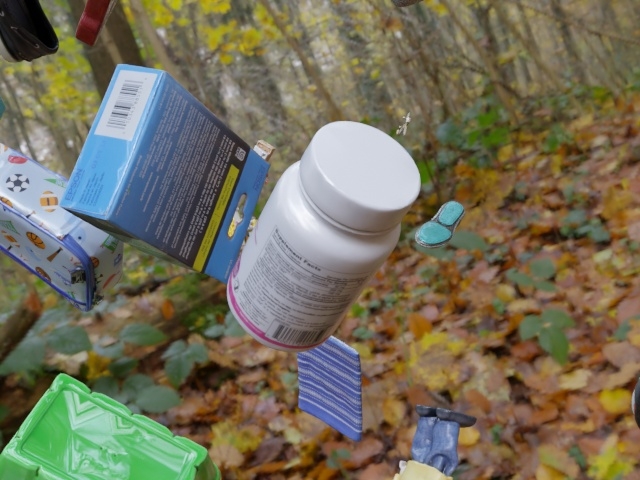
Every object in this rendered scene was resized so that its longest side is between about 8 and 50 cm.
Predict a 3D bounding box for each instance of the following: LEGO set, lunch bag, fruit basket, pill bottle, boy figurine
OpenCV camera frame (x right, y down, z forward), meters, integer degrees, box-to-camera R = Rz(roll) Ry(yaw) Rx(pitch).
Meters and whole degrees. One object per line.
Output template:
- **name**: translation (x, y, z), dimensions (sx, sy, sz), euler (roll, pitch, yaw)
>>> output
- **LEGO set**: translation (-0.140, -0.068, 1.761), dimensions (0.132, 0.287, 0.107), euler (4, -2, 39)
- **lunch bag**: translation (-0.473, -0.011, 1.416), dimensions (0.115, 0.303, 0.243), euler (-49, -8, -33)
- **fruit basket**: translation (-0.379, 0.426, 1.480), dimensions (0.392, 0.392, 0.283), euler (-19, 32, 45)
- **pill bottle**: translation (0.000, 0.000, 1.006), dimensions (0.160, 0.160, 0.283), euler (-23, -24, -41)
- **boy figurine**: translation (0.185, 0.421, 1.361), dimensions (0.092, 0.285, 0.177), euler (20, -17, -30)

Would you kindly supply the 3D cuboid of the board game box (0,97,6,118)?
- **board game box**: translation (-0.971, -0.245, 2.064), dimensions (0.253, 0.079, 0.336), euler (-5, 47, 7)

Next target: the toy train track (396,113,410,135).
- **toy train track**: translation (0.166, -0.233, 1.679), dimensions (0.014, 0.048, 0.083), euler (15, -14, -6)

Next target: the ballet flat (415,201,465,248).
- **ballet flat**: translation (0.272, -0.018, 1.884), dimensions (0.213, 0.072, 0.068), euler (-42, -22, -48)

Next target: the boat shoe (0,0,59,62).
- **boat shoe**: translation (-0.569, -0.468, 1.496), dimensions (0.113, 0.340, 0.127), euler (4, 47, 10)

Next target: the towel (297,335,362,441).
- **towel**: translation (0.020, 0.402, 2.331), dimensions (0.243, 0.336, 0.040), euler (25, 42, 36)

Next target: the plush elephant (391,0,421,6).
- **plush elephant**: translation (0.146, -0.544, 1.302), dimensions (0.271, 0.255, 0.330), euler (-20, 30, -19)

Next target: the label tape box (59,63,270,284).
- **label tape box**: translation (-0.236, -0.093, 1.327), dimensions (0.106, 0.241, 0.333), euler (12, -14, 29)

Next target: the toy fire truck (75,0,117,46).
- **toy fire truck**: translation (-0.364, -0.534, 1.514), dimensions (0.254, 0.169, 0.302), euler (-42, 30, 51)

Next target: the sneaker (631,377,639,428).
- **sneaker**: translation (0.512, 0.223, 1.220), dimensions (0.090, 0.270, 0.145), euler (-17, 42, 24)
